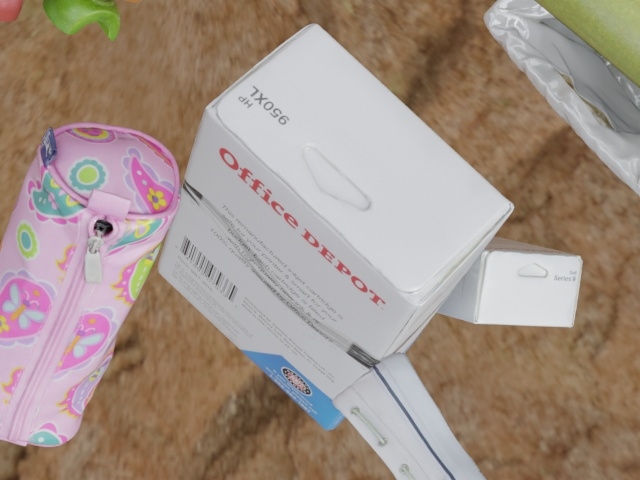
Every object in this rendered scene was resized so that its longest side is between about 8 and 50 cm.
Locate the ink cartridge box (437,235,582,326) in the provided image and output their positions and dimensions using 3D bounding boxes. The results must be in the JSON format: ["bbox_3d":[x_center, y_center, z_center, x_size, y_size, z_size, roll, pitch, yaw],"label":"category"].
[{"bbox_3d":[0.188,0.043,1.809,0.154,0.212,0.093,3,95,-33],"label":"ink cartridge box"}]

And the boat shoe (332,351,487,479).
[{"bbox_3d":[0.087,0.192,1.126,0.076,0.226,0.083,-32,147,-1],"label":"boat shoe"}]

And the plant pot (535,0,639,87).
[{"bbox_3d":[0.319,-0.286,1.475,0.276,0.276,0.254,-42,88,6],"label":"plant pot"}]

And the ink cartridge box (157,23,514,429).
[{"bbox_3d":[0.000,0.000,1.599,0.285,0.395,0.166,43,63,8],"label":"ink cartridge box"}]

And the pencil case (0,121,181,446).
[{"bbox_3d":[-0.206,0.039,1.193,0.124,0.124,0.284,23,124,-9],"label":"pencil case"}]

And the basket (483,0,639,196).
[{"bbox_3d":[0.442,-0.242,1.758,0.331,0.266,0.328,-46,61,17],"label":"basket"}]

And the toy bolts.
[{"bbox_3d":[-0.326,-0.365,1.788,0.218,0.228,0.158,51,119,23],"label":"toy bolts"}]
